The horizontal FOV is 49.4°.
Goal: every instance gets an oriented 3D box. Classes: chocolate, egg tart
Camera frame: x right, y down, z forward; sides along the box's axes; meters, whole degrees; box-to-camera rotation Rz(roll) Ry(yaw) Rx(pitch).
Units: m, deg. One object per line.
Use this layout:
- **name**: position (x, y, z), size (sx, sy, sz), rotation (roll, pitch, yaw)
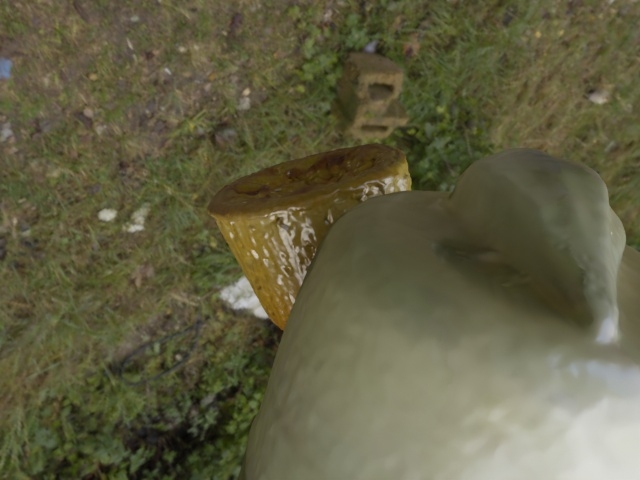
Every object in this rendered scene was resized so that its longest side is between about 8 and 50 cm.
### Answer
- **chocolate**: position (0.122, 0.108, 0.468), size (0.314, 0.326, 0.297), rotation (-7, 131, -37)
- **egg tart**: position (0.000, 0.000, 0.682), size (0.202, 0.202, 0.147), rotation (-23, 110, -27)
